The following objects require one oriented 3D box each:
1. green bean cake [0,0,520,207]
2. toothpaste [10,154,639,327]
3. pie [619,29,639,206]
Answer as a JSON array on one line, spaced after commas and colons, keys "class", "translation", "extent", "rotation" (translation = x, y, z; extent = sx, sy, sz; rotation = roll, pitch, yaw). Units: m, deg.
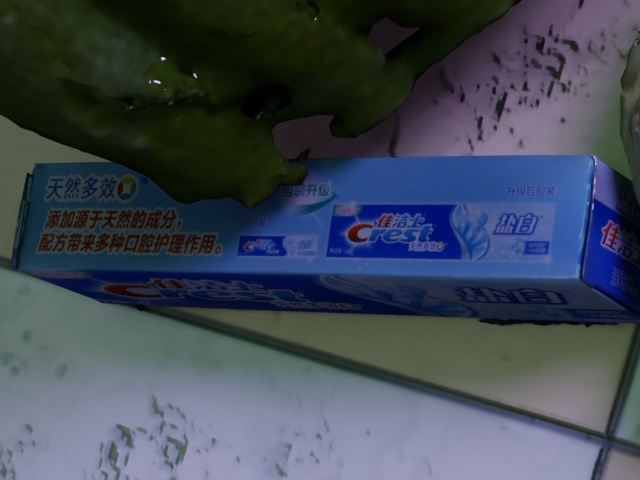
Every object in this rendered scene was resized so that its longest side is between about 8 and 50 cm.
[{"class": "green bean cake", "translation": [-0.035, -0.216, 0.786], "extent": [0.335, 0.218, 0.319], "rotation": [-39, 38, 16]}, {"class": "toothpaste", "translation": [0.000, 0.000, 0.798], "extent": [0.272, 0.066, 0.053], "rotation": [1, 77, 34]}, {"class": "pie", "translation": [0.251, -0.049, 0.630], "extent": [0.339, 0.077, 0.339], "rotation": [-7, 76, 28]}]
